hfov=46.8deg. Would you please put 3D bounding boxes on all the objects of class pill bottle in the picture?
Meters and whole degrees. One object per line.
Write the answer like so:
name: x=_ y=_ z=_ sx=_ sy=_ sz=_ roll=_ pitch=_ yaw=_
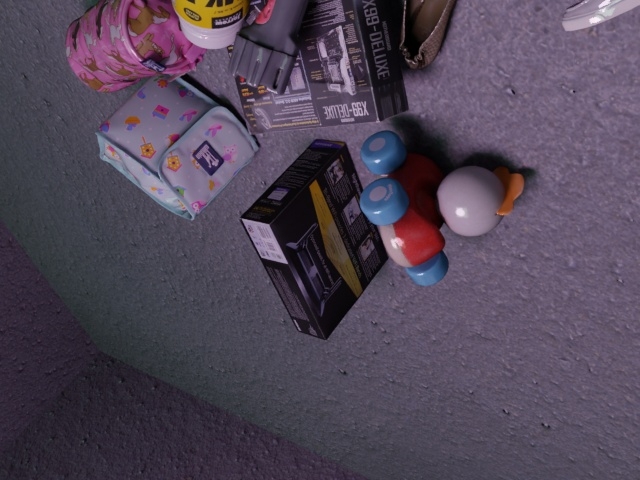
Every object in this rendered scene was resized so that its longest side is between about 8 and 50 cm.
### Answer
pill bottle: x=-0.158 y=-0.379 z=1.065 sx=0.119 sy=0.119 sz=0.208 roll=36 pitch=159 yaw=8

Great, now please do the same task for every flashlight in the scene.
flashlight: x=-0.053 y=-0.364 z=1.007 sx=0.103 sy=0.103 sz=0.304 roll=14 pitch=113 yaw=-19

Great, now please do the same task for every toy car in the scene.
toy car: x=0.215 y=-0.073 z=1.207 sx=0.238 sy=0.210 sz=0.219 roll=-16 pitch=137 yaw=22

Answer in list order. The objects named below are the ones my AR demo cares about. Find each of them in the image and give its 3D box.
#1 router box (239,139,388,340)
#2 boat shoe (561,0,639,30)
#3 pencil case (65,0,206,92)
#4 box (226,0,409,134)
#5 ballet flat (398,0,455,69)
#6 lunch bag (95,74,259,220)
router box: x=0.000 y=0.000 z=1.429 sx=0.081 sy=0.243 sz=0.308 roll=12 pitch=139 yaw=39
boat shoe: x=0.350 y=-0.297 z=0.837 sx=0.184 sy=0.066 sz=0.063 roll=-15 pitch=109 yaw=56
pencil case: x=-0.353 y=-0.370 z=1.377 sx=0.386 sy=0.160 sz=0.167 roll=10 pitch=106 yaw=56
box: x=-0.022 y=-0.299 z=1.153 sx=0.308 sy=0.077 sz=0.242 roll=2 pitch=112 yaw=46
ballet flat: x=0.146 y=-0.334 z=1.016 sx=0.084 sy=0.058 sz=0.249 roll=32 pitch=149 yaw=16
lunch bag: x=-0.289 y=-0.192 z=1.518 sx=0.262 sy=0.223 sz=0.160 roll=36 pitch=157 yaw=7
